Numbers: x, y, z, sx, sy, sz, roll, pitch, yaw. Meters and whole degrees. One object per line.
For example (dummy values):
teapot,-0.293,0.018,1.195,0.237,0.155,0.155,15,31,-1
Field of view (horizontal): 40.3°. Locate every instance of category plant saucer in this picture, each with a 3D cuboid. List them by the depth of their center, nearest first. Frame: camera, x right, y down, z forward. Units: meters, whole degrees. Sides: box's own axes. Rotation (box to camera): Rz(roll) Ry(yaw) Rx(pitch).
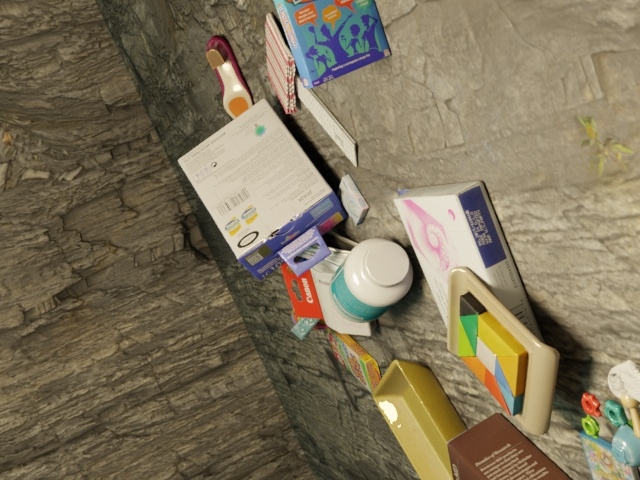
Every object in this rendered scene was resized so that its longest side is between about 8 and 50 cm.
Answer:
plant saucer,0.261,0.447,2.046,0.332,0.081,0.332,59,163,18

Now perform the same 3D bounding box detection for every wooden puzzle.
wooden puzzle,0.287,0.185,1.436,0.239,0.044,0.221,44,152,41

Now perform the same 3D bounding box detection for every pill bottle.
pill bottle,0.110,0.082,1.858,0.146,0.146,0.264,61,163,10

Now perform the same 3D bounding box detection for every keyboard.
keyboard,0.010,-0.263,1.893,0.256,0.014,0.072,54,160,32

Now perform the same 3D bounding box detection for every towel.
towel,-0.088,-0.396,1.957,0.197,0.029,0.144,93,156,-57

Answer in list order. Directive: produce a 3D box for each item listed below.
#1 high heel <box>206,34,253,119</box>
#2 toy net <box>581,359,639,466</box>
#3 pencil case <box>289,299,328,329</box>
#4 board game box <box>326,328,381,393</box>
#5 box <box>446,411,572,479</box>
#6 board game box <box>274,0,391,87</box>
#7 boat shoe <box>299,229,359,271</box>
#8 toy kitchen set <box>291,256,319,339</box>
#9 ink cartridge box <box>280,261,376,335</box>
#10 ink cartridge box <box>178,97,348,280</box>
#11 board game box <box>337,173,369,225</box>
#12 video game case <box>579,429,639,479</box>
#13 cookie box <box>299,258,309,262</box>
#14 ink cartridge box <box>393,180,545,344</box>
high heel,-0.237,-0.429,2.332,0.244,0.082,0.117,58,-160,-30
toy net,0.443,0.237,1.274,0.122,0.045,0.232,51,157,43
pencil case,-0.015,0.204,2.493,0.104,0.104,0.236,65,163,-2
board game box,0.098,0.334,2.453,0.259,0.039,0.124,35,147,53
box,0.405,0.519,1.624,0.381,0.143,0.191,44,154,53
board game box,0.013,-0.383,1.464,0.047,0.160,0.210,21,134,66
boat shoe,0.000,0.000,2.097,0.258,0.095,0.084,21,127,22
toy kitchen set,-0.071,0.136,2.316,0.207,0.166,0.122,43,-168,8
ink cartridge box,0.012,0.144,2.179,0.232,0.066,0.189,-1,124,23
ink cartridge box,-0.124,-0.100,2.048,0.395,0.270,0.151,56,-178,30
board game box,0.072,-0.089,1.945,0.090,0.020,0.090,60,164,15
video game case,0.485,0.401,1.423,0.119,0.015,0.166,20,134,66
cookie box,-0.044,0.068,2.429,0.107,0.040,0.091,-148,60,-61
ink cartridge box,0.244,0.059,1.568,0.324,0.071,0.330,66,162,-8
